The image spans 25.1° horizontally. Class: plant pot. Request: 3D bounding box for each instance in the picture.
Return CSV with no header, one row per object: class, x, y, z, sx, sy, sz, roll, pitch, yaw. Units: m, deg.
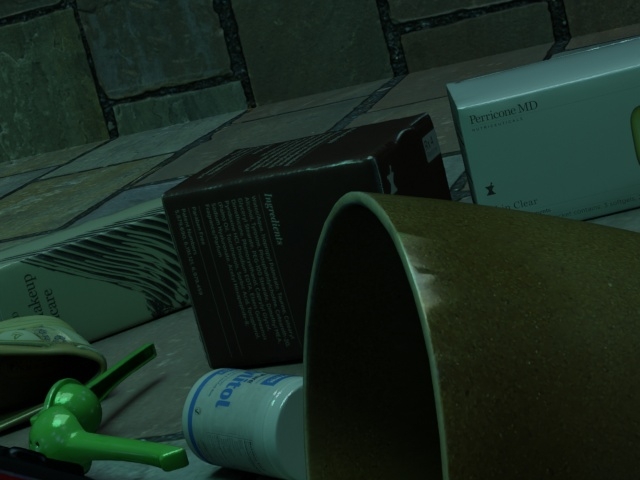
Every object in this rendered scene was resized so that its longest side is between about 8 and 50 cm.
plant pot,0.139,0.095,0.646,0.254,0.237,0.237,-1,10,-13

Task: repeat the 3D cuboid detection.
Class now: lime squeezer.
lime squeezer,-0.173,0.131,1.115,0.110,0.059,0.310,-32,13,-4

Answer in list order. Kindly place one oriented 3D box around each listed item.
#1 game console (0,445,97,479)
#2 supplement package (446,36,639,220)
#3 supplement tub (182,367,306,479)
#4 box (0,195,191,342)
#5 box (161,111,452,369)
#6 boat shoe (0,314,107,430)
game console,-0.168,0.113,0.655,0.342,0.060,0.386,12,-11,-13
supplement package,0.278,-0.116,1.511,0.262,0.145,0.204,-14,12,5
supplement tub,-0.039,0.125,0.984,0.071,0.071,0.107,-25,15,-39
box,-0.217,0.033,1.506,0.275,0.113,0.094,-22,15,-23
box,0.000,0.000,1.264,0.203,0.167,0.168,-9,13,24
boat shoe,-0.324,0.128,1.221,0.285,0.104,0.089,-18,16,-28
